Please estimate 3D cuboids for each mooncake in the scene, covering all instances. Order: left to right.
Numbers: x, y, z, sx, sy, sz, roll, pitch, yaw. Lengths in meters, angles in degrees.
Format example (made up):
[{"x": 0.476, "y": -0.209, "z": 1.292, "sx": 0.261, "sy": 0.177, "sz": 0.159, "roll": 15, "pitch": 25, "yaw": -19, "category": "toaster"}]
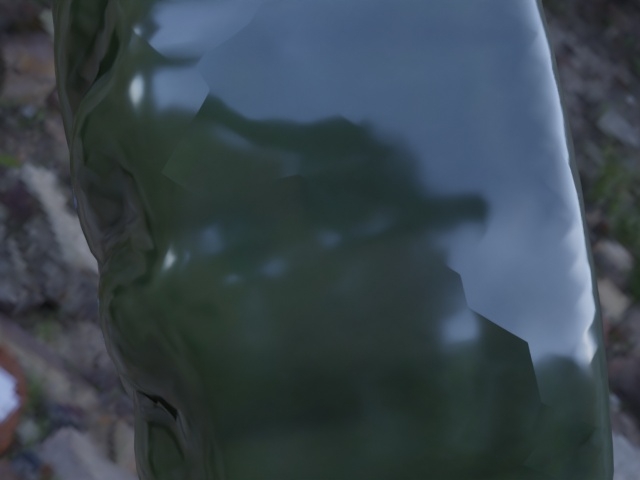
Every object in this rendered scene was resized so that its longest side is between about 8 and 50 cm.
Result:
[{"x": 0.000, "y": 0.000, "z": 0.737, "sx": 0.356, "sy": 0.194, "sz": 0.356, "roll": -9, "pitch": 90, "yaw": -88, "category": "mooncake"}]
